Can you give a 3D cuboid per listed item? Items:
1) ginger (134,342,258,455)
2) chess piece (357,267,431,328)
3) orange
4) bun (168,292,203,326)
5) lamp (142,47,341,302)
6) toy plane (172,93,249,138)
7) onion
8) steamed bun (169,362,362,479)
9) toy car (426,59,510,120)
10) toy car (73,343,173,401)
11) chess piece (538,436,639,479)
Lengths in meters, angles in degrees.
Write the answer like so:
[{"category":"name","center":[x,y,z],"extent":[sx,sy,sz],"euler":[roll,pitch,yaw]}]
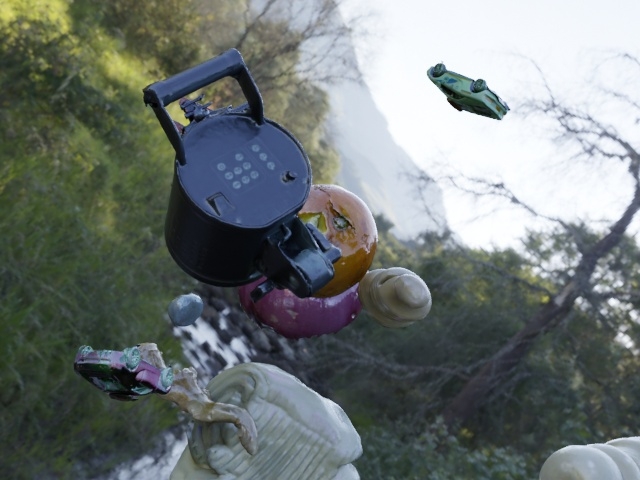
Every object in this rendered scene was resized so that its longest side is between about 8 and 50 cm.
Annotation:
[{"category":"ginger","center":[-0.213,0.264,1.239],"extent":[0.288,0.075,0.089],"euler":[29,26,18]},{"category":"chess piece","center":[0.162,0.114,1.461],"extent":[0.307,0.124,0.139],"euler":[132,-58,-82]},{"category":"orange","center":[0.000,0.000,1.494],"extent":[0.240,0.240,0.240],"euler":[51,0,1]},{"category":"bun","center":[-0.290,0.146,1.553],"extent":[0.045,0.083,0.083],"euler":[35,-9,31]},{"category":"lamp","center":[-0.145,-0.063,1.151],"extent":[0.374,0.205,0.272],"euler":[58,-31,-4]},{"category":"toy plane","center":[-0.181,-0.212,1.297],"extent":[0.061,0.189,0.130],"euler":[11,-50,60]},{"category":"onion","center":[-0.047,0.091,1.968],"extent":[0.358,0.358,0.345],"euler":[59,33,-87]},{"category":"steamed bun","center":[-0.111,0.414,1.365],"extent":[0.352,0.339,0.247],"euler":[39,-5,-14]},{"category":"toy car","center":[0.253,-0.256,1.279],"extent":[0.093,0.058,0.186],"euler":[28,7,-42]},{"category":"toy car","center":[-0.221,0.155,0.827],"extent":[0.142,0.069,0.055],"euler":[57,35,-60]},{"category":"chess piece","center":[0.455,0.391,1.168],"extent":[0.299,0.167,0.167],"euler":[18,23,-42]}]
